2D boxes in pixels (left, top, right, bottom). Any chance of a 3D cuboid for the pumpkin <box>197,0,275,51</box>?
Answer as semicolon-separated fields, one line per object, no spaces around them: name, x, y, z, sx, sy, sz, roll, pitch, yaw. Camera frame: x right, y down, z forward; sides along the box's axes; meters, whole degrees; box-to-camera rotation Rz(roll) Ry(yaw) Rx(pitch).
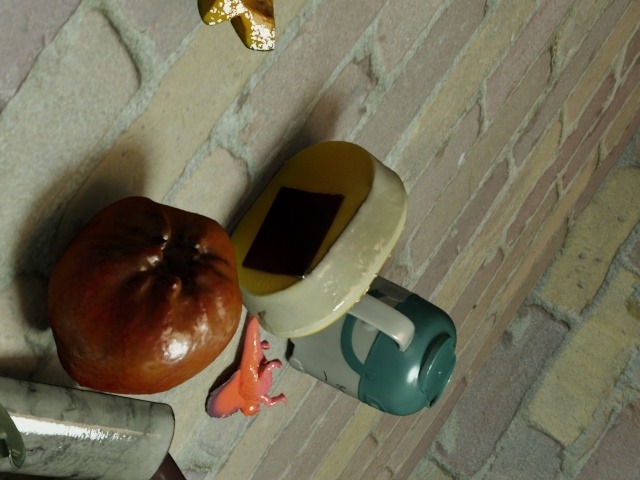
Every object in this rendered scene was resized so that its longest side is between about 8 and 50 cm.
pumpkin;-0.094;-0.338;1.246;0.130;0.149;0.254;-1;138;-14

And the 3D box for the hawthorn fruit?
hawthorn fruit;-0.215;0.081;1.365;0.224;0.224;0.261;-33;167;-49

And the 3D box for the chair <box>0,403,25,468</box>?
chair;-0.405;0.169;1.062;0.274;0.203;0.191;-33;159;-34

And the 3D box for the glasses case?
glasses case;-0.305;0.224;1.389;0.299;0.060;0.114;20;101;-47

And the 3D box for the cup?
cup;0.096;0.167;2.086;0.219;0.257;0.290;-58;159;-17

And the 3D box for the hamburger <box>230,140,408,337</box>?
hamburger;0.000;0.000;1.697;0.295;0.227;0.151;-50;134;-14

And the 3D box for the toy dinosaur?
toy dinosaur;-0.133;0.217;1.930;0.139;0.070;0.286;-26;145;-19

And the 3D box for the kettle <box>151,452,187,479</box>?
kettle;-0.294;0.323;1.614;0.202;0.144;0.232;-25;140;-7

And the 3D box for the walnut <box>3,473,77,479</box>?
walnut;-0.323;0.348;1.449;0.140;0.162;0.140;-34;176;-3
